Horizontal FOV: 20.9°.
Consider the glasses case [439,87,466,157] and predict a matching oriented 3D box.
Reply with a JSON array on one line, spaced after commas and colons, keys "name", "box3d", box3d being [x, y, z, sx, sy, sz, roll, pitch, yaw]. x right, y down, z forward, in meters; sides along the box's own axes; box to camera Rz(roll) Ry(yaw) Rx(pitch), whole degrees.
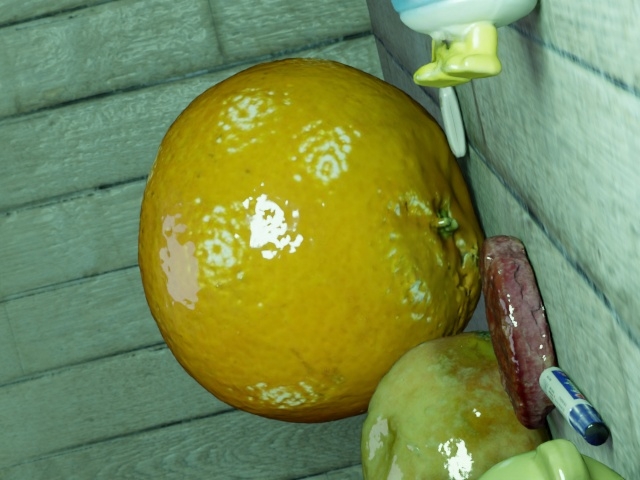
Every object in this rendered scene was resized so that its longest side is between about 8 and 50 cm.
[{"name": "glasses case", "box3d": [0.144, -0.131, 1.892, 0.032, 0.021, 0.083, -88, -15, -72]}]

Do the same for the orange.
[{"name": "orange", "box3d": [0.000, 0.000, 1.917, 0.424, 0.326, 0.424, 5, -96, -57]}]

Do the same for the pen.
[{"name": "pen", "box3d": [0.202, 0.131, 1.384, 0.204, 0.025, 0.025, -106, 3, -83]}]

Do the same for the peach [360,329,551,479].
[{"name": "peach", "box3d": [0.145, 0.208, 1.768, 0.214, 0.214, 0.235, -94, 8, -87]}]

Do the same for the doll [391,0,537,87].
[{"name": "doll", "box3d": [0.079, -0.223, 1.133, 0.135, 0.099, 0.241, -49, -56, -83]}]

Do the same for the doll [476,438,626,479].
[{"name": "doll", "box3d": [0.145, 0.238, 1.175, 0.260, 0.161, 0.177, 112, 153, -73]}]

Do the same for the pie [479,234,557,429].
[{"name": "pie", "box3d": [0.180, 0.084, 1.595, 0.182, 0.050, 0.182, 168, 90, -89]}]
